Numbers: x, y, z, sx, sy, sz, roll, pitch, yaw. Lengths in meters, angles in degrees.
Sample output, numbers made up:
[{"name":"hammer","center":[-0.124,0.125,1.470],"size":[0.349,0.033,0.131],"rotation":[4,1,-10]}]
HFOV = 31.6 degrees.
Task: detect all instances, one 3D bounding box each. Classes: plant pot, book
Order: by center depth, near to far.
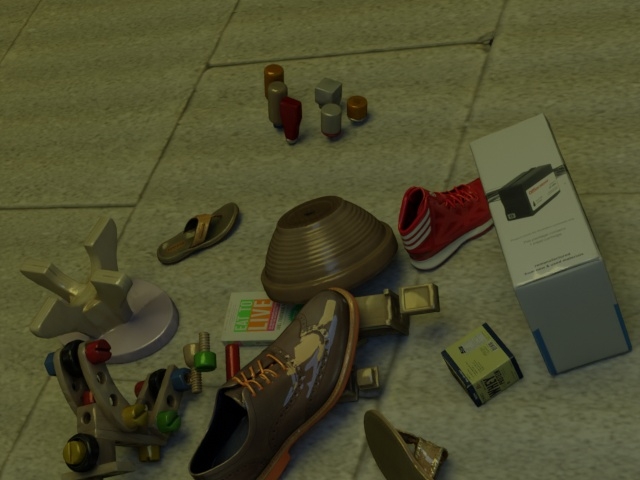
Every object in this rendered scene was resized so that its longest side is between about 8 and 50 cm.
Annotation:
[{"name":"plant pot","center":[0.000,0.000,1.873],"size":[0.237,0.109,0.237],"rotation":[-20,20,7]},{"name":"book","center":[-0.092,0.134,1.922],"size":[0.144,0.035,0.096],"rotation":[-4,53,24]}]

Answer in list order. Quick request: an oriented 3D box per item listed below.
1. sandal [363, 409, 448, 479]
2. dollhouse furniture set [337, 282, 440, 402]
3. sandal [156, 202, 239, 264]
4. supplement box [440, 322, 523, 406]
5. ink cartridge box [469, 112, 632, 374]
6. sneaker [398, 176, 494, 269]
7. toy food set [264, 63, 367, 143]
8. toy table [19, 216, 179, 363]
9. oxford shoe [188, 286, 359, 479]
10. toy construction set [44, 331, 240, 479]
[{"name":"sandal","center":[0.153,0.326,1.595],"size":[0.079,0.088,0.240],"rotation":[-13,44,-28]},{"name":"dollhouse furniture set","center":[0.109,0.165,1.762],"size":[0.182,0.101,0.161],"rotation":[-9,72,21]},{"name":"sandal","center":[-0.233,-0.018,2.119],"size":[0.180,0.049,0.072],"rotation":[-29,43,2]},{"name":"supplement box","center":[0.238,0.183,1.673],"size":[0.083,0.056,0.083],"rotation":[-33,43,-3]},{"name":"ink cartridge box","center":[0.335,0.003,1.663],"size":[0.129,0.223,0.307],"rotation":[-20,44,12]},{"name":"sneaker","center":[0.218,-0.061,1.854],"size":[0.221,0.128,0.087],"rotation":[-45,45,-15]},{"name":"toy food set","center":[-0.023,-0.249,2.207],"size":[0.232,0.104,0.111],"rotation":[21,48,20]},{"name":"toy table","center":[-0.402,0.101,2.025],"size":[0.274,0.161,0.252],"rotation":[-5,49,27]},{"name":"oxford shoe","center":[-0.066,0.221,1.687],"size":[0.130,0.133,0.363],"rotation":[24,82,40]},{"name":"toy construction set","center":[-0.275,0.288,1.777],"size":[0.309,0.257,0.237],"rotation":[-10,63,7]}]
